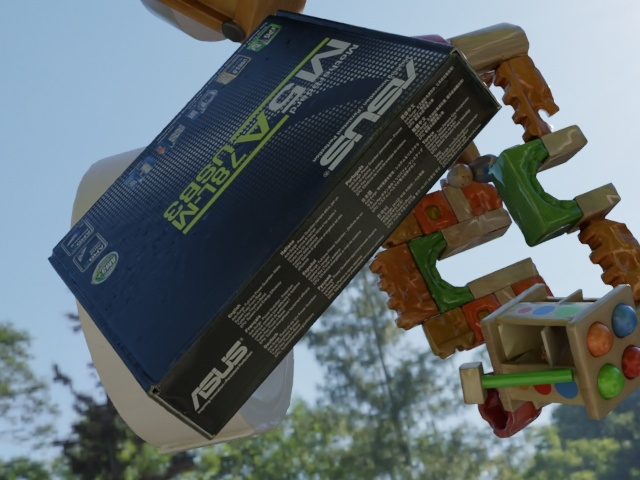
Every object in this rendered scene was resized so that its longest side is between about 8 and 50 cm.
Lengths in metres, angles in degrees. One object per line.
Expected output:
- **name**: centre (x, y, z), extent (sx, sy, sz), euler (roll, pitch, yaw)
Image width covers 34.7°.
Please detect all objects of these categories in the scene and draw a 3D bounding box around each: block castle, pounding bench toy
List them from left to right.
- **block castle**: centre (0.197, -0.005, 1.244), extent (0.212, 0.453, 0.303), euler (-20, -16, -19)
- **pounding bench toy**: centre (0.117, 0.061, 0.512), extent (0.083, 0.052, 0.065), euler (-27, 16, -39)

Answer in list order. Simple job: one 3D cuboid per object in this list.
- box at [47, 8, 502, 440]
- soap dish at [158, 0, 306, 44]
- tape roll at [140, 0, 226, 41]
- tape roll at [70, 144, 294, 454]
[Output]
- **box**: centre (-0.035, -0.024, 0.492), extent (0.191, 0.184, 0.045), euler (-48, -61, -5)
- **soap dish**: centre (-0.101, -0.309, 0.847), extent (0.229, 0.118, 0.291), euler (28, -29, 2)
- **tape roll**: centre (-0.136, -0.369, 1.306), extent (0.219, 0.072, 0.219), euler (-36, -35, -31)
- **tape roll**: centre (-0.117, 0.048, 0.948), extent (0.100, 0.286, 0.286), euler (-14, -25, 13)
